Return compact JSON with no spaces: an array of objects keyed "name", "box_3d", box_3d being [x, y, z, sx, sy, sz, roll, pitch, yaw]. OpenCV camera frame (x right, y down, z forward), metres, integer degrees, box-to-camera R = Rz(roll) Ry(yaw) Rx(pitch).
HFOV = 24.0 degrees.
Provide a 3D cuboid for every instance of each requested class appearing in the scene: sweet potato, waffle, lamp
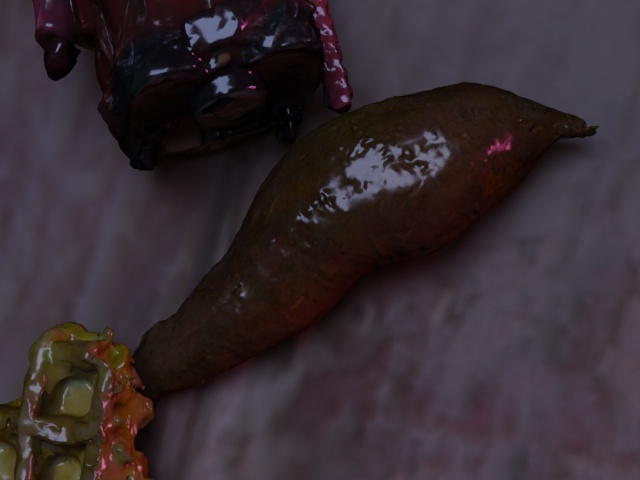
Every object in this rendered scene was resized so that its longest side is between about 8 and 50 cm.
[{"name":"sweet potato","box_3d":[-0.002,-0.006,0.574,0.226,0.068,0.068,-32,67,1]},{"name":"waffle","box_3d":[-0.053,0.118,0.538,0.194,0.051,0.149,41,89,20]},{"name":"lamp","box_3d":[-0.071,-0.155,0.609,0.118,0.118,0.253,-17,73,5]}]
